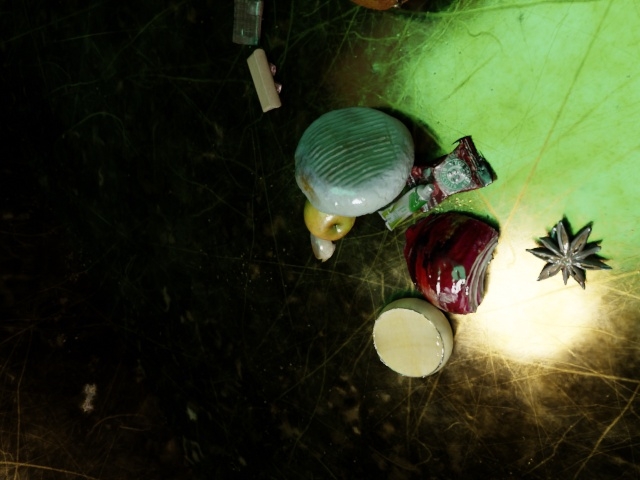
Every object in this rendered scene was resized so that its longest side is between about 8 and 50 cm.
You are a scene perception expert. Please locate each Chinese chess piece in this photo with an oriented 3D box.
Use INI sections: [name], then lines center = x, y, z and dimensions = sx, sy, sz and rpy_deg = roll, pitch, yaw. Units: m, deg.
[Chinese chess piece]
center = 0.295, 0.312, 1.502
dimensions = 0.257, 0.104, 0.257
rpy_deg = 11, 111, 30

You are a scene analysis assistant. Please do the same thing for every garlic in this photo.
[garlic]
center = -0.003, 0.002, 1.624
dimensions = 0.084, 0.066, 0.152
rpy_deg = -9, 102, 37

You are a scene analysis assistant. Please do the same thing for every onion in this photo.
[onion]
center = 0.349, 0.080, 1.373
dimensions = 0.280, 0.146, 0.314
rpy_deg = 17, 118, 33

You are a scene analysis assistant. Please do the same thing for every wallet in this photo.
[wallet]
center = -0.239, -0.773, 1.551
dimensions = 0.124, 0.042, 0.230
rpy_deg = 22, 115, 30

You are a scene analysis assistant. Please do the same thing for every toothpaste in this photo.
[toothpaste]
center = 0.258, -0.105, 1.402
dimensions = 0.078, 0.047, 0.248
rpy_deg = 56, 146, 5

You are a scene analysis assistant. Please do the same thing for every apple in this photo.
[apple]
center = 0.030, -0.096, 1.514
dimensions = 0.182, 0.182, 0.155
rpy_deg = -53, 45, 33

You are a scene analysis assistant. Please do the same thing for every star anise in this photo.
[star anise]
center = 0.643, 0.047, 1.218
dimensions = 0.182, 0.065, 0.195
rpy_deg = 47, 120, 7

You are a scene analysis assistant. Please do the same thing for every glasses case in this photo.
[glasses case]
center = -0.184, -0.537, 1.585
dimensions = 0.102, 0.070, 0.193
rpy_deg = -2, 108, 62

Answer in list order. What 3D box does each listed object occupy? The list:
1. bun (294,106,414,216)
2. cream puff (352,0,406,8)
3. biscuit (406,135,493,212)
[bun]
center = 0.098, -0.216, 1.351
dimensions = 0.362, 0.362, 0.211
rpy_deg = 25, 153, 25
[cream puff]
center = 0.174, -0.742, 1.190
dimensions = 0.303, 0.212, 0.303
rpy_deg = 4, 98, 30
[biscuit]
center = 0.354, -0.184, 1.334
dimensions = 0.235, 0.063, 0.151
rpy_deg = -26, 98, 33
